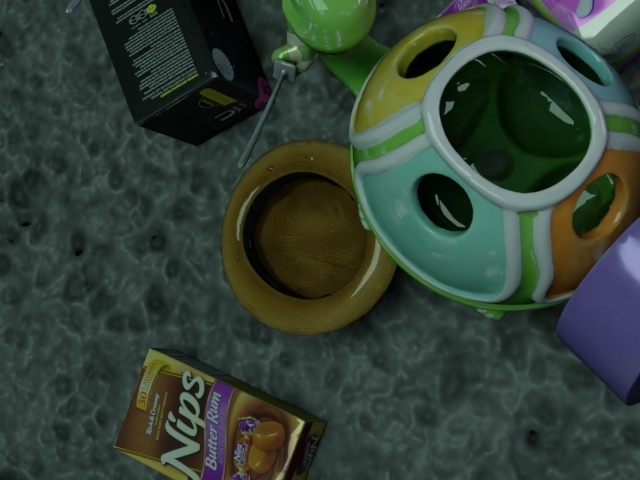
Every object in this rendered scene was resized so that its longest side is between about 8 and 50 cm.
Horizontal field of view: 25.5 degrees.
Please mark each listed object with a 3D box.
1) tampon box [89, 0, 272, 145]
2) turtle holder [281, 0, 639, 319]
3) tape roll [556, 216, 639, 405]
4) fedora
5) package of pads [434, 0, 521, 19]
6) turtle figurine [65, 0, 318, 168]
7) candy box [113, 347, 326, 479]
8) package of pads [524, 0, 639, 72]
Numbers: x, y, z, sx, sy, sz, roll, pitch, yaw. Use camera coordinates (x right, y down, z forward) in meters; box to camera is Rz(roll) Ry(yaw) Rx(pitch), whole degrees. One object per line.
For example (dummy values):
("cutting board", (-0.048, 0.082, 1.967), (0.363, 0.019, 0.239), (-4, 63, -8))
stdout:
("tampon box", (-0.137, -0.193, 1.388), (0.101, 0.120, 0.161), (-27, 74, 20))
("turtle holder", (0.134, -0.100, 1.149), (0.243, 0.227, 0.320), (-22, 81, 0))
("tape roll", (0.283, 0.038, 1.129), (0.080, 0.189, 0.189), (45, 103, 21))
("fedora", (0.000, 0.000, 1.325), (0.194, 0.079, 0.194), (-5, 80, 29))
("package of pads", (0.142, -0.205, 1.310), (0.083, 0.032, 0.050), (-42, 70, 14))
("turtle figurine", (-0.079, -0.238, 1.276), (0.197, 0.266, 0.275), (19, 105, 13))
("candy box", (-0.099, 0.188, 1.363), (0.186, 0.053, 0.109), (22, 94, 27))
("package of pads", (0.238, -0.318, 1.243), (0.229, 0.101, 0.296), (-41, 69, 14))
